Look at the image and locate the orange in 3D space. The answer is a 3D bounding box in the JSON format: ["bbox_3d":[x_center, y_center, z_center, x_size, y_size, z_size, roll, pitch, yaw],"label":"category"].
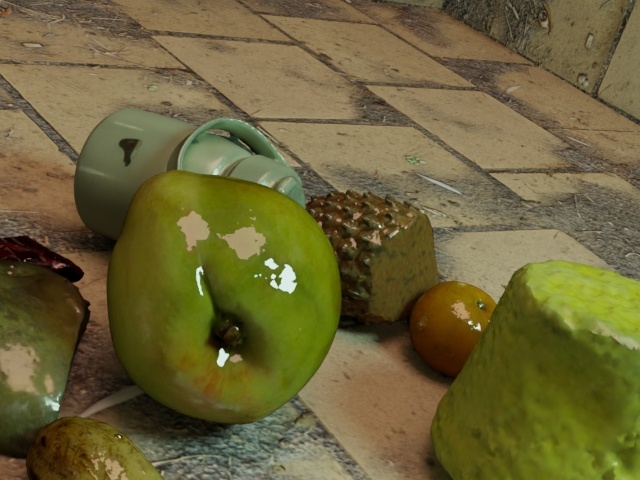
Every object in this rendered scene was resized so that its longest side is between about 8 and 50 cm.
[{"bbox_3d":[0.212,0.132,1.669,0.156,0.124,0.156,15,40,-13],"label":"orange"}]

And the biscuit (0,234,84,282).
[{"bbox_3d":[-0.445,0.038,1.495,0.151,0.063,0.235,22,27,36],"label":"biscuit"}]

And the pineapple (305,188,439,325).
[{"bbox_3d":[0.000,0.000,1.757,0.362,0.202,0.202,19,21,31],"label":"pineapple"}]

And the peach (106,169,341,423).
[{"bbox_3d":[-0.115,0.064,1.383,0.281,0.314,0.315,-4,8,3],"label":"peach"}]

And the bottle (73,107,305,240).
[{"bbox_3d":[-0.174,-0.069,1.643,0.352,0.229,0.229,17,22,26],"label":"bottle"}]

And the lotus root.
[{"bbox_3d":[-0.215,0.263,1.139,0.110,0.097,0.258,-38,55,-25],"label":"lotus root"}]

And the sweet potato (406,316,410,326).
[{"bbox_3d":[0.152,0.136,1.753,0.026,0.026,0.115,9,32,-20],"label":"sweet potato"}]

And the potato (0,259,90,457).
[{"bbox_3d":[-0.357,0.135,1.301,0.269,0.112,0.255,-1,32,-33],"label":"potato"}]

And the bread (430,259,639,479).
[{"bbox_3d":[0.334,0.201,1.406,0.348,0.307,0.348,12,24,-5],"label":"bread"}]
